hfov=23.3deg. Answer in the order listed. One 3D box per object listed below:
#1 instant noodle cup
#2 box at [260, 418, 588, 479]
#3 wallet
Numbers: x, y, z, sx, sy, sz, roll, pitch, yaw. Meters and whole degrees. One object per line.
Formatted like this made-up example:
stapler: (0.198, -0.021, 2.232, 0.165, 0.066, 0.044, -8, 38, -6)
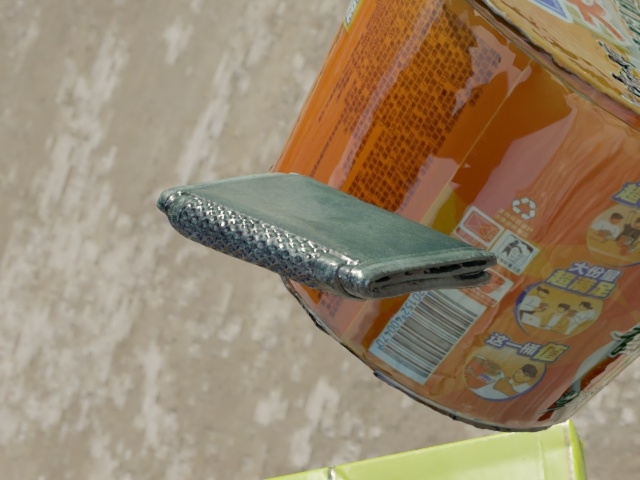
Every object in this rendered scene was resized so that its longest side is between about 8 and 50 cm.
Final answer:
instant noodle cup: (0.109, -0.047, 0.858, 0.214, 0.296, 0.296, -55, 35, 29)
box: (0.059, 0.265, 1.273, 0.335, 0.047, 0.187, -14, 50, 16)
wallet: (0.000, 0.000, 0.662, 0.129, 0.088, 0.026, 23, 111, 42)
